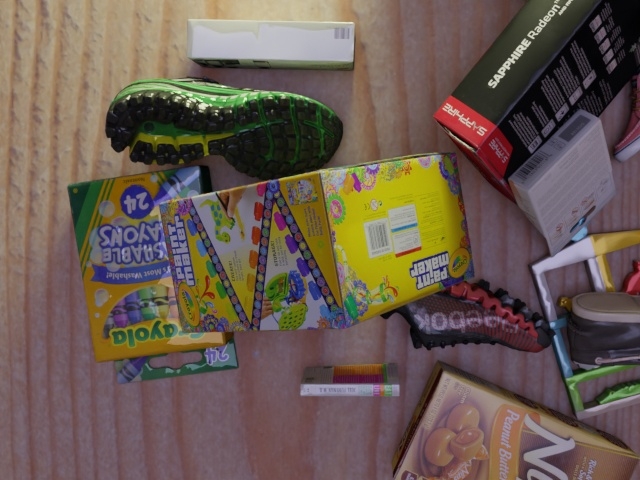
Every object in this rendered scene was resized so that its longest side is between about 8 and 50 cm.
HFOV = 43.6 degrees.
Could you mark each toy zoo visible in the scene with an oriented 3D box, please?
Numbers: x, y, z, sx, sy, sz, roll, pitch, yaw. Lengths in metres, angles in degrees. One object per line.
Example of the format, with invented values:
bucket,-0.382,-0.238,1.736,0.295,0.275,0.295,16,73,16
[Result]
toy zoo,0.436,0.105,1.208,0.192,0.030,0.293,-16,93,4

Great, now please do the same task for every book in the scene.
book,0.045,0.212,1.205,0.144,0.096,0.035,0,94,4

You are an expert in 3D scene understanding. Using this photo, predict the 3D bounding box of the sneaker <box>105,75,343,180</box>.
sneaker,-0.132,-0.184,1.168,0.343,0.146,0.134,7,122,-14

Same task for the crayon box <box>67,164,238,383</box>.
crayon box,-0.250,0.059,1.218,0.203,0.083,0.323,-8,94,4

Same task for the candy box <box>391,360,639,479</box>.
candy box,0.287,0.331,1.204,0.316,0.087,0.183,24,95,1

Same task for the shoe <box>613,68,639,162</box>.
shoe,0.474,-0.201,1.171,0.081,0.063,0.178,44,90,1

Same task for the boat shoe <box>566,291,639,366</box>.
boat shoe,0.522,0.134,1.145,0.335,0.112,0.096,3,112,8

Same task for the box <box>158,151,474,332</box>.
box,0.000,0.000,1.044,0.279,0.290,0.177,-6,95,41

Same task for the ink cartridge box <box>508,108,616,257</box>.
ink cartridge box,0.347,-0.077,1.133,0.145,0.179,0.045,-44,51,-6

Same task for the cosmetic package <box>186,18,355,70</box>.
cosmetic package,-0.068,-0.285,1.175,0.238,0.099,0.061,2,97,4

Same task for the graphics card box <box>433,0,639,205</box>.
graphics card box,0.333,-0.243,1.087,0.371,0.232,0.094,-51,57,6

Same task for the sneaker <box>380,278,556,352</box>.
sneaker,0.204,0.115,1.189,0.276,0.097,0.135,24,95,3
